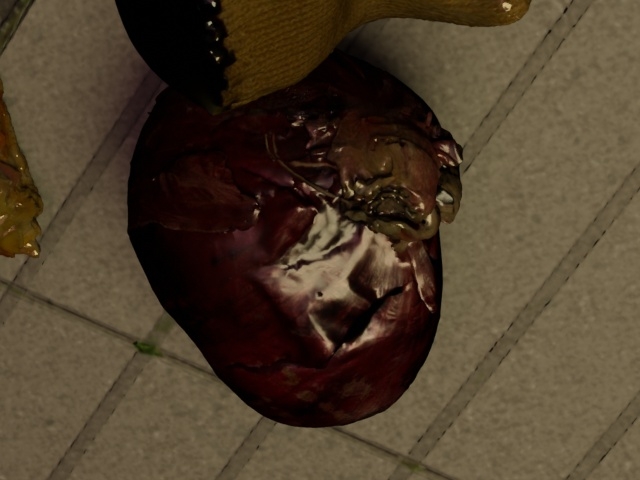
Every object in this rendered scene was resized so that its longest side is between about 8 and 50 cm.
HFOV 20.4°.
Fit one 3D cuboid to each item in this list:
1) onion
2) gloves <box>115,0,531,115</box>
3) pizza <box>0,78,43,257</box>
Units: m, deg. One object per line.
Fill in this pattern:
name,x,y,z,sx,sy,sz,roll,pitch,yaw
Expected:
onion,-0.014,0.002,1.208,0.281,0.221,0.281,23,125,38
gloves,0.038,-0.214,1.097,0.356,0.155,0.203,-24,138,-11
pizza,-0.300,-0.054,1.299,0.228,0.081,0.289,36,109,-7
